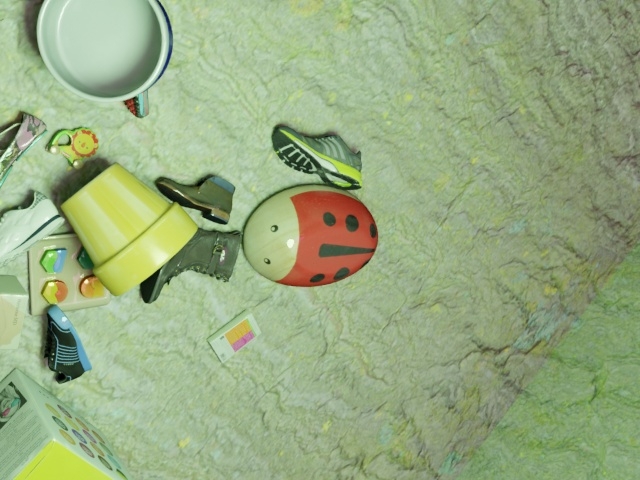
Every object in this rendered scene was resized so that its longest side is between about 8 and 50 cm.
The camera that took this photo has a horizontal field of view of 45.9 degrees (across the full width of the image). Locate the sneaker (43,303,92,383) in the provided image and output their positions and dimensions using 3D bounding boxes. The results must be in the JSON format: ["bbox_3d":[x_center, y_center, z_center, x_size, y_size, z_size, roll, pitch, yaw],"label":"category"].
[{"bbox_3d":[-0.633,0.260,1.840,0.091,0.081,0.232,-31,134,-25],"label":"sneaker"}]

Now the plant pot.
[{"bbox_3d":[-0.455,-0.040,1.745,0.254,0.254,0.239,-42,103,-14],"label":"plant pot"}]

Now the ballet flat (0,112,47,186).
[{"bbox_3d":[-0.685,-0.183,1.634,0.079,0.077,0.221,38,80,-22],"label":"ballet flat"}]

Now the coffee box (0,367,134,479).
[{"bbox_3d":[-0.687,0.585,1.790,0.338,0.334,0.337,-46,129,-11],"label":"coffee box"}]

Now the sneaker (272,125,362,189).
[{"bbox_3d":[-0.004,-0.245,2.087,0.300,0.111,0.121,27,61,-32],"label":"sneaker"}]

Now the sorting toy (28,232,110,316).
[{"bbox_3d":[-0.601,0.081,1.825,0.193,0.038,0.208,-8,114,-34],"label":"sorting toy"}]

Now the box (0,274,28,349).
[{"bbox_3d":[-0.817,0.151,1.643,0.311,0.121,0.147,5,106,-37],"label":"box"}]

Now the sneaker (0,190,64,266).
[{"bbox_3d":[-0.695,-0.010,1.697,0.235,0.090,0.094,-37,99,-8],"label":"sneaker"}]

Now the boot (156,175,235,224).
[{"bbox_3d":[-0.313,-0.131,1.936,0.219,0.082,0.106,31,68,-36],"label":"boot"}]

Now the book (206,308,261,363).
[{"bbox_3d":[-0.246,0.277,2.176,0.144,0.035,0.096,-37,130,-17],"label":"book"}]

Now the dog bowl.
[{"bbox_3d":[-0.447,-0.427,1.590,0.265,0.104,0.264,0,104,-1],"label":"dog bowl"}]

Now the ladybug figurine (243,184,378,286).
[{"bbox_3d":[0.000,0.000,2.147,0.450,0.162,0.304,-4,112,-35],"label":"ladybug figurine"}]

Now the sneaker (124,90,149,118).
[{"bbox_3d":[-0.391,-0.408,1.721,0.125,0.104,0.261,-13,117,-34],"label":"sneaker"}]

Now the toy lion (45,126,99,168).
[{"bbox_3d":[-0.561,-0.220,1.729,0.100,0.034,0.096,35,80,-40],"label":"toy lion"}]

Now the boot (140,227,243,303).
[{"bbox_3d":[-0.329,0.069,1.985,0.229,0.091,0.262,23,93,-40],"label":"boot"}]
